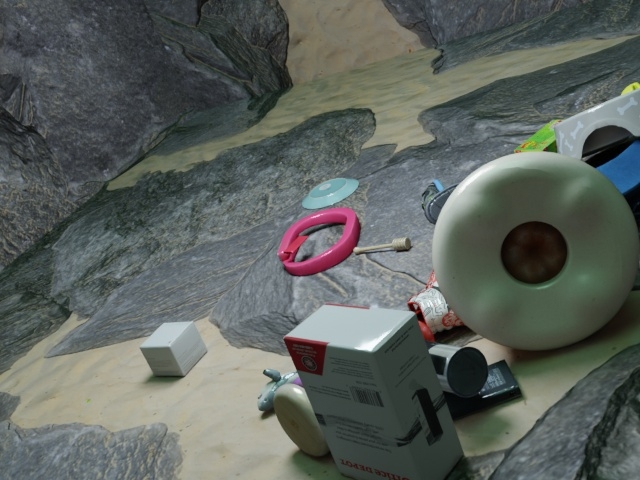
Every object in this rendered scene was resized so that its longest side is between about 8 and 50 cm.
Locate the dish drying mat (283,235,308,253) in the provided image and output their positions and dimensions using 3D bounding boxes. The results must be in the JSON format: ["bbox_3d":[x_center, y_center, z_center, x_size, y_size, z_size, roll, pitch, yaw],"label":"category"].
[{"bbox_3d":[-0.064,0.011,2.223,0.032,0.008,0.083,-3,28,34],"label":"dish drying mat"}]

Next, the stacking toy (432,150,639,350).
[{"bbox_3d":[0.401,-0.010,1.670,0.350,0.351,0.480,-18,6,12],"label":"stacking toy"}]

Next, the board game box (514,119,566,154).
[{"bbox_3d":[0.609,-0.264,2.282,0.181,0.043,0.092,-36,25,-30],"label":"board game box"}]

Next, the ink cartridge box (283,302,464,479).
[{"bbox_3d":[0.085,0.247,1.344,0.197,0.273,0.114,2,30,46],"label":"ink cartridge box"}]

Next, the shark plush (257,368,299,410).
[{"bbox_3d":[-0.044,0.296,1.683,0.161,0.073,0.067,-3,43,-3],"label":"shark plush"}]

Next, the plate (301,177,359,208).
[{"bbox_3d":[0.026,-0.151,2.620,0.188,0.024,0.188,-20,23,9],"label":"plate"}]

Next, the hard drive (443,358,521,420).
[{"bbox_3d":[0.267,0.257,1.470,0.135,0.022,0.094,-21,22,5],"label":"hard drive"}]

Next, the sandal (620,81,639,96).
[{"bbox_3d":[0.920,-0.368,2.137,0.317,0.126,0.138,-25,24,18],"label":"sandal"}]

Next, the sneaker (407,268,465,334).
[{"bbox_3d":[0.240,0.098,1.763,0.145,0.090,0.270,-20,25,1],"label":"sneaker"}]

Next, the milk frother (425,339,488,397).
[{"bbox_3d":[0.190,0.244,1.434,0.129,0.143,0.135,-1,-1,-26],"label":"milk frother"}]

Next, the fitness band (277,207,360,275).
[{"bbox_3d":[0.000,0.000,2.275,0.209,0.054,0.291,-13,25,16],"label":"fitness band"}]

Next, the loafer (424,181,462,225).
[{"bbox_3d":[0.386,-0.105,2.096,0.302,0.109,0.095,-21,2,-11],"label":"loafer"}]

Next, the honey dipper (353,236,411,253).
[{"bbox_3d":[0.148,0.016,2.119,0.160,0.030,0.030,-8,27,36],"label":"honey dipper"}]

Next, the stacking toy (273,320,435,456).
[{"bbox_3d":[0.077,0.244,1.556,0.330,0.141,0.141,-32,23,-31],"label":"stacking toy"}]

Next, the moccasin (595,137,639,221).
[{"bbox_3d":[0.651,-0.104,1.802,0.342,0.117,0.137,-29,34,-27],"label":"moccasin"}]

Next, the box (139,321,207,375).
[{"bbox_3d":[-0.340,0.250,1.982,0.101,0.087,0.102,-6,28,35],"label":"box"}]

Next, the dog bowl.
[{"bbox_3d":[0.705,-0.280,1.986,0.348,0.102,0.349,-22,0,0],"label":"dog bowl"}]

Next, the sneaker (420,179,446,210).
[{"bbox_3d":[0.300,-0.092,2.188,0.078,0.067,0.188,-41,21,13],"label":"sneaker"}]
